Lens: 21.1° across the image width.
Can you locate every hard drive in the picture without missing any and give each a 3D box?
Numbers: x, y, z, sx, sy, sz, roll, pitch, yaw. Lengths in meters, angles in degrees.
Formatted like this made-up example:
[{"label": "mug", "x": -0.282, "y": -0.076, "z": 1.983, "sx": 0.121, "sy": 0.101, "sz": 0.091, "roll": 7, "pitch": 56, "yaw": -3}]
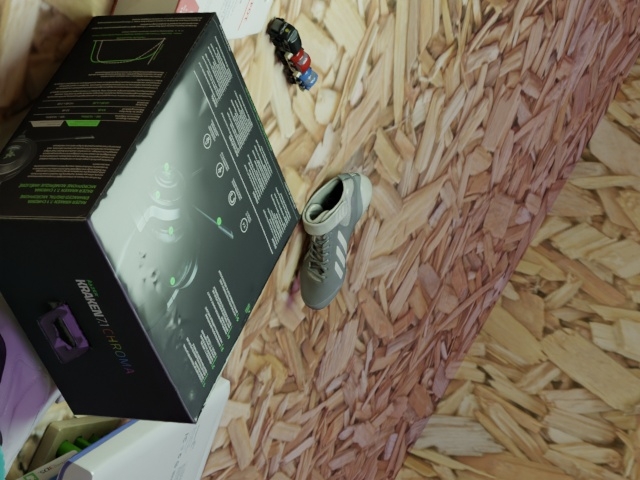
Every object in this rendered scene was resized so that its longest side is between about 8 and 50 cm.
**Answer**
[{"label": "hard drive", "x": -0.209, "y": 0.281, "z": 1.867, "sx": 0.318, "sy": 0.040, "sz": 0.210, "roll": -29, "pitch": 141, "yaw": -64}]

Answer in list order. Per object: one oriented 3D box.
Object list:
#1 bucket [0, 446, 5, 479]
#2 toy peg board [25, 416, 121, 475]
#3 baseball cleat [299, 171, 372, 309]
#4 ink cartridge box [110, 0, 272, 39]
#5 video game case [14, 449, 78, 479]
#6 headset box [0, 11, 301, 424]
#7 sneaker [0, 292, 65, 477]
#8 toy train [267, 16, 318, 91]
[{"label": "bucket", "x": -0.379, "y": 0.201, "z": 1.275, "sx": 0.281, "sy": 0.183, "sz": 0.281, "roll": -53, "pitch": 161, "yaw": -28}, {"label": "toy peg board", "x": -0.268, "y": 0.286, "z": 1.919, "sx": 0.161, "sy": 0.079, "sz": 0.161, "roll": -65, "pitch": 163, "yaw": 6}, {"label": "baseball cleat", "x": 0.000, "y": 0.000, "z": 2.321, "sx": 0.109, "sy": 0.072, "sz": 0.206, "roll": -4, "pitch": 116, "yaw": -55}, {"label": "ink cartridge box", "x": -0.104, "y": -0.250, "z": 1.600, "sx": 0.198, "sy": 0.067, "sz": 0.115, "roll": -19, "pitch": 134, "yaw": -64}, {"label": "video game case", "x": -0.333, "y": 0.331, "z": 1.784, "sx": 0.193, "sy": 0.023, "sz": 0.212, "roll": -25, "pitch": 143, "yaw": -33}, {"label": "headset box", "x": -0.155, "y": -0.014, "z": 1.472, "sx": 0.283, "sy": 0.131, "sz": 0.246, "roll": -65, "pitch": 145, "yaw": -39}, {"label": "sneaker", "x": -0.302, "y": 0.178, "z": 1.544, "sx": 0.210, "sy": 0.137, "sz": 0.366, "roll": -35, "pitch": 145, "yaw": -52}, {"label": "toy train", "x": -0.028, "y": -0.207, "z": 1.941, "sx": 0.027, "sy": 0.036, "sz": 0.158, "roll": -59, "pitch": 163, "yaw": -11}]
